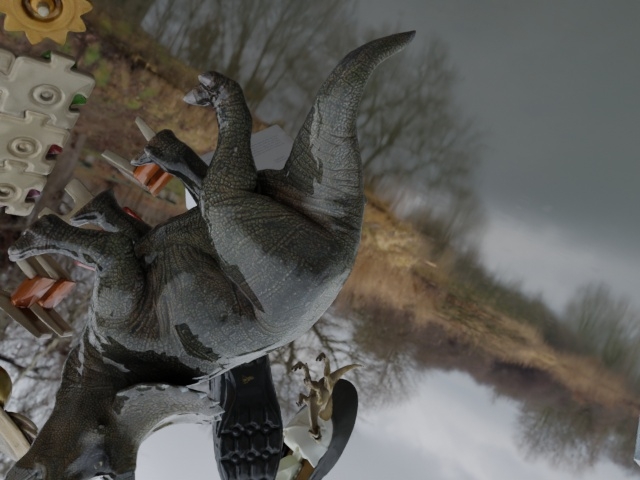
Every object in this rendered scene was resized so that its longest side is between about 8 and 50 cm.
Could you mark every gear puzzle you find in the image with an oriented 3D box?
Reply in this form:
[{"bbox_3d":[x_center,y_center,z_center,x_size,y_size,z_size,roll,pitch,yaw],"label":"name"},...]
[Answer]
[{"bbox_3d":[-0.341,-0.154,0.631,0.175,0.339,0.044,11,-133,-39],"label":"gear puzzle"}]

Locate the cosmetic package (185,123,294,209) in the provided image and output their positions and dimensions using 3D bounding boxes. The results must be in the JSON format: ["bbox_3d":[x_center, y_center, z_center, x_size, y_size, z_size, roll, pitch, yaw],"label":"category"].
[{"bbox_3d":[-0.112,-0.082,1.197,0.225,0.224,0.138,47,148,24],"label":"cosmetic package"}]

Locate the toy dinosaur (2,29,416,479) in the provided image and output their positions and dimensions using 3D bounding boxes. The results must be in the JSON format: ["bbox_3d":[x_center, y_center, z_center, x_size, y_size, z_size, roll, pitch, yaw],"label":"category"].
[{"bbox_3d":[-0.058,0.012,0.351,0.160,0.313,0.121,49,178,-8],"label":"toy dinosaur"}]

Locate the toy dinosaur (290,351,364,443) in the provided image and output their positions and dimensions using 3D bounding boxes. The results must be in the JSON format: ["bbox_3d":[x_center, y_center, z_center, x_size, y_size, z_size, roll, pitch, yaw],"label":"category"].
[{"bbox_3d":[0.002,0.213,0.886,0.053,0.183,0.093,-15,110,29],"label":"toy dinosaur"}]

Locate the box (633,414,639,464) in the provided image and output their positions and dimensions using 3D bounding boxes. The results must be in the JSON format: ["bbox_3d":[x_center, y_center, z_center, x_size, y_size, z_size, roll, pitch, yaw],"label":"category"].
[{"bbox_3d":[0.335,0.179,0.603,0.027,0.094,0.137,6,163,32],"label":"box"}]

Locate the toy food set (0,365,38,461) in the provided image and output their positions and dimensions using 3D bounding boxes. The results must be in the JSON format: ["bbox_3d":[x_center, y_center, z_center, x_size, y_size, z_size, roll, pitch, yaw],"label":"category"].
[{"bbox_3d":[-0.317,0.165,0.599,0.192,0.038,0.132,43,141,5],"label":"toy food set"}]

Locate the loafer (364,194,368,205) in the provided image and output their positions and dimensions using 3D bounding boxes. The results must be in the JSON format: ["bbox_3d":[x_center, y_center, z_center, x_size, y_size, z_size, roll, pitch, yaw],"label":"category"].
[{"bbox_3d":[0.000,0.000,0.615,0.050,0.148,0.056,30,-174,-12],"label":"loafer"}]

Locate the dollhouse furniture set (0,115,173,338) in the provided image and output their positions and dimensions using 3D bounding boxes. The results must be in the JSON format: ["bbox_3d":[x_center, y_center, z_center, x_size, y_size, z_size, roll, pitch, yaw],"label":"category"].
[{"bbox_3d":[-0.250,0.010,0.780,0.135,0.262,0.259,40,171,1],"label":"dollhouse furniture set"}]

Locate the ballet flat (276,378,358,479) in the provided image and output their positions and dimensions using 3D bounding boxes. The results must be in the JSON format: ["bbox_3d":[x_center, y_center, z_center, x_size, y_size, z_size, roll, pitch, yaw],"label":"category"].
[{"bbox_3d":[-0.033,0.341,0.942,0.095,0.281,0.096,28,178,32],"label":"ballet flat"}]

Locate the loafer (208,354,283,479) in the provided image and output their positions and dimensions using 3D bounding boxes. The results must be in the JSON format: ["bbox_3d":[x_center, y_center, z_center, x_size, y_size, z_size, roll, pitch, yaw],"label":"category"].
[{"bbox_3d":[-0.086,0.177,0.680,0.076,0.223,0.078,-2,167,-14],"label":"loafer"}]
